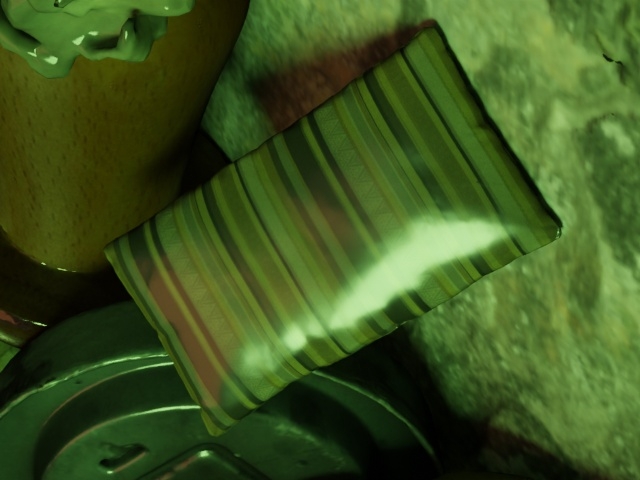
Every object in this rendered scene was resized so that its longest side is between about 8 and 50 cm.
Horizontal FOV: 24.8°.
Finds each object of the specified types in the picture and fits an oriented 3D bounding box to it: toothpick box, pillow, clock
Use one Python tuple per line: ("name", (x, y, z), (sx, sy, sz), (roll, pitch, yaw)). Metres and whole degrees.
("toothpick box", (-0.128, -0.066, 0.799), (0.192, 0.192, 0.294), (47, 148, 24))
("pillow", (0.000, 0.000, 0.678), (0.203, 0.038, 0.113), (-31, 90, 23))
("clock", (-0.066, 0.138, 0.840), (0.055, 0.280, 0.281), (-90, -4, -46))

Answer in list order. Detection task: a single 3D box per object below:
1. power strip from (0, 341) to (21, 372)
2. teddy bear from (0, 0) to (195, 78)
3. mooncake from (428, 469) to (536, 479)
("power strip", (-0.267, 0.024, 1.178), (0.387, 0.066, 0.092), (-118, 3, -58))
("teddy bear", (-0.165, -0.224, 0.564), (0.367, 0.224, 0.357), (-18, 94, 40))
("mooncake", (0.030, 0.272, 0.670), (0.378, 0.378, 0.201), (10, 126, 59))
